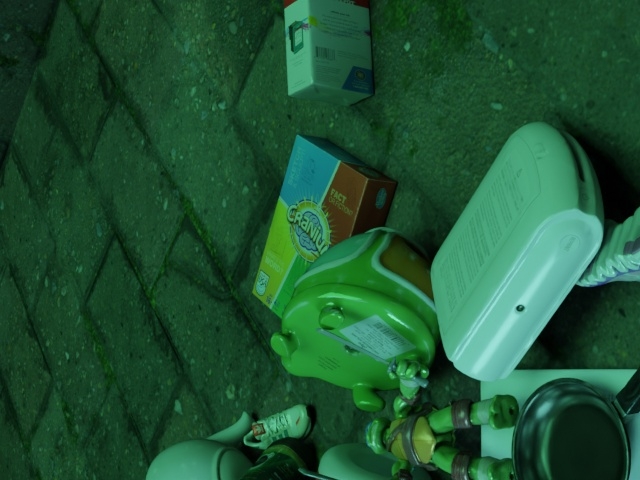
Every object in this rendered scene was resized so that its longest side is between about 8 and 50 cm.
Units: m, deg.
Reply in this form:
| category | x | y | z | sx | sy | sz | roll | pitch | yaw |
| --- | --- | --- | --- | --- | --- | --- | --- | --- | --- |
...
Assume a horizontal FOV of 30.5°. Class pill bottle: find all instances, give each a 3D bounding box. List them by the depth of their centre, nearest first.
| category | x | y | z | sx | sy | sz | roll | pitch | yaw |
| --- | --- | --- | --- | --- | --- | --- | --- | --- | --- |
| pill bottle | 0.055 | 0.493 | 1.830 | 0.181 | 0.181 | 0.323 | 28 | 109 | 52 |

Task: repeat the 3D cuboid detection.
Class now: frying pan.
| category | x | y | z | sx | sy | sz | roll | pitch | yaw |
| --- | --- | --- | --- | --- | --- | --- | --- | --- | --- |
| frying pan | 0.347 | 0.218 | 1.496 | 0.197 | 0.053 | 0.326 | 41 | 116 | 49 |

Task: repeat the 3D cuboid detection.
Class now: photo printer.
| category | x | y | z | sx | sy | sz | roll | pitch | yaw |
| --- | --- | --- | --- | --- | --- | --- | --- | --- | --- |
| photo printer | 0.268 | 0.002 | 1.598 | 0.256 | 0.107 | 0.308 | -94 | 28 | -57 |

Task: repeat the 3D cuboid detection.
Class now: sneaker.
| category | x | y | z | sx | sy | sz | roll | pitch | yaw |
| --- | --- | --- | --- | --- | --- | --- | --- | --- | --- |
| sneaker | 0.404 | 0.022 | 1.478 | 0.236 | 0.104 | 0.095 | 145 | 147 | -72 |
| sneaker | -0.080 | 0.343 | 2.130 | 0.161 | 0.075 | 0.057 | -39 | 55 | 46 |

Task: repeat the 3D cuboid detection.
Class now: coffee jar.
| category | x | y | z | sx | sy | sz | roll | pitch | yaw |
| --- | --- | --- | --- | --- | --- | --- | --- | --- | --- |
| coffee jar | -0.092 | 0.427 | 2.058 | 0.079 | 0.184 | 0.096 | 51 | 142 | -8 |

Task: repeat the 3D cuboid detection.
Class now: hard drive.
| category | x | y | z | sx | sy | sz | roll | pitch | yaw |
| --- | --- | --- | --- | --- | --- | --- | --- | --- | --- |
| hard drive | 0.340 | 0.279 | 1.576 | 0.318 | 0.040 | 0.210 | -9 | 78 | 54 |

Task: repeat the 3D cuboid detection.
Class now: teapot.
| category | x | y | z | sx | sy | sz | roll | pitch | yaw |
| --- | --- | --- | --- | --- | --- | --- | --- | --- | --- |
| teapot | -0.189 | 0.474 | 2.162 | 0.187 | 0.252 | 0.256 | -24 | 84 | 22 |

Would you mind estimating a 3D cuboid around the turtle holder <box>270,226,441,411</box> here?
| category | x | y | z | sx | sy | sz | roll | pitch | yaw |
| --- | --- | --- | --- | --- | --- | --- | --- | --- | --- |
| turtle holder | 0.067 | 0.122 | 1.844 | 0.320 | 0.243 | 0.227 | 108 | -177 | -54 |

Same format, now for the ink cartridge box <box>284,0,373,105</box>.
| category | x | y | z | sx | sy | sz | roll | pitch | yaw |
| --- | --- | --- | --- | --- | --- | --- | --- | --- | --- |
| ink cartridge box | 0.013 | -0.361 | 2.040 | 0.078 | 0.134 | 0.231 | -19 | 70 | 53 |

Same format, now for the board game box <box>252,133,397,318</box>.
| category | x | y | z | sx | sy | sz | roll | pitch | yaw |
| --- | --- | --- | --- | --- | --- | --- | --- | --- | --- |
| board game box | 0.000 | 0.000 | 2.072 | 0.242 | 0.064 | 0.317 | 36 | 115 | 51 |

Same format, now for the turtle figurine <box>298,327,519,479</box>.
| category | x | y | z | sx | sy | sz | roll | pitch | yaw |
| --- | --- | --- | --- | --- | --- | --- | --- | --- | --- |
| turtle figurine | 0.127 | 0.276 | 1.642 | 0.266 | 0.275 | 0.198 | -4 | 49 | 40 |
